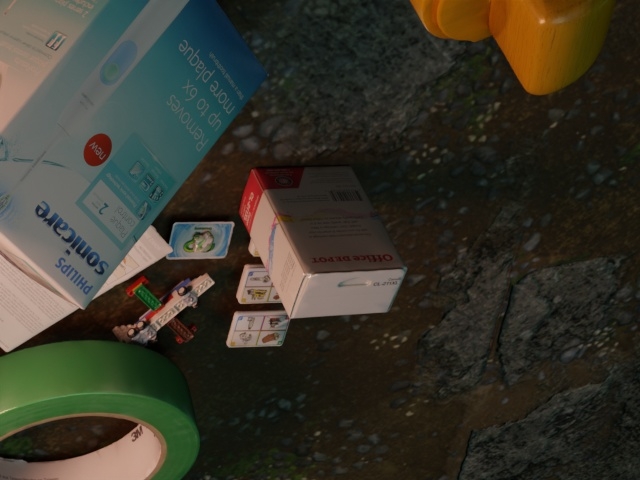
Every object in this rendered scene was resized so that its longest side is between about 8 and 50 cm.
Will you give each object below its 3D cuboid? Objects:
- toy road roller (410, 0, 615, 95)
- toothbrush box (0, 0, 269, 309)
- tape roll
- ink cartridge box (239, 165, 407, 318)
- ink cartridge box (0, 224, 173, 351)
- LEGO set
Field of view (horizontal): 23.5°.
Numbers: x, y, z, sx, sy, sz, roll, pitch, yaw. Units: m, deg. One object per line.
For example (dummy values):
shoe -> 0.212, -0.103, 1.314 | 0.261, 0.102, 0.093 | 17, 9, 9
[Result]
toy road roller -> 0.236, -0.287, 1.450 | 0.329, 0.240, 0.202 | -23, 157, -8
toothbrush box -> -0.218, -0.122, 1.408 | 0.295, 0.126, 0.216 | -52, 141, -12
tape roll -> -0.307, 0.239, 1.838 | 0.321, 0.077, 0.321 | -11, 146, -8
ink cartridge box -> 0.000, 0.000, 1.707 | 0.127, 0.175, 0.072 | -2, 134, -26
ink cartridge box -> -0.299, 0.008, 1.653 | 0.225, 0.056, 0.181 | -33, 139, 3
LEGO set -> -0.139, 0.043, 1.800 | 0.244, 0.060, 0.182 | -1, 122, -29
